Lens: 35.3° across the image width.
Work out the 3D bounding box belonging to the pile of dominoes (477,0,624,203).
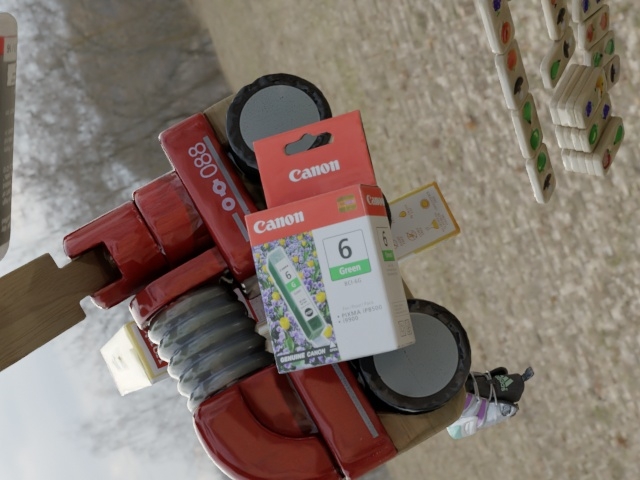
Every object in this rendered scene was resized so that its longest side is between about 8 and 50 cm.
[{"bbox_3d":[0.221,-0.168,0.865,0.040,0.196,0.251,13,147,35],"label":"pile of dominoes"}]

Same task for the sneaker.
[{"bbox_3d":[0.104,0.094,0.654,0.098,0.069,0.038,50,-155,-55],"label":"sneaker"}]

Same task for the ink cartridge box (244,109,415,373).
[{"bbox_3d":[0.000,0.000,0.473,0.029,0.063,0.115,-2,-101,-66],"label":"ink cartridge box"}]

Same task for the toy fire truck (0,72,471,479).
[{"bbox_3d":[-0.069,0.051,0.536,0.217,0.246,0.158,60,174,12],"label":"toy fire truck"}]

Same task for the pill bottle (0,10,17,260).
[{"bbox_3d":[-0.346,-0.058,0.859,0.161,0.161,0.283,-130,44,-71],"label":"pill bottle"}]

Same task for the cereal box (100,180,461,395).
[{"bbox_3d":[-0.036,0.040,0.732,0.047,0.240,0.173,64,160,3],"label":"cereal box"}]
